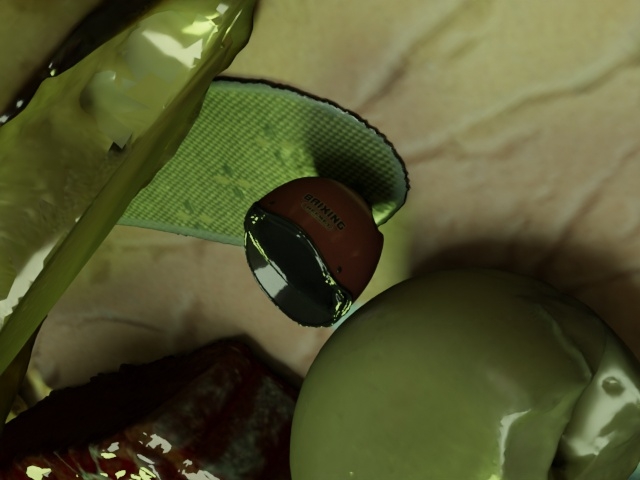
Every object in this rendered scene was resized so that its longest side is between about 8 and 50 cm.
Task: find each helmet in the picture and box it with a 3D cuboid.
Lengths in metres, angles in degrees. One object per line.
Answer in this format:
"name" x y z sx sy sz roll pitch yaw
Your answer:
"helmet" 0.001 0.000 0.733 0.065 0.049 0.084 45 158 6

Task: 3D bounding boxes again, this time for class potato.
"potato" -0.161 -0.080 0.648 0.242 0.242 0.285 36 131 1

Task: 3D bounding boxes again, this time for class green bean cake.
"green bean cake" -0.093 0.140 0.940 0.198 0.097 0.233 40 145 -6

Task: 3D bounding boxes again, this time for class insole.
"insole" -0.089 -0.037 0.814 0.322 0.007 0.109 3 133 37

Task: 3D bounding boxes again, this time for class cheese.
"cheese" 0.068 0.097 0.725 0.175 0.091 0.202 47 135 23

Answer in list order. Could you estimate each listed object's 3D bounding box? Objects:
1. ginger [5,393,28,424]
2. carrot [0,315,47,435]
"ginger" -0.231 0.093 1.050 0.069 0.051 0.173 7 130 35
"carrot" -0.275 0.058 0.813 0.241 0.340 0.241 14 153 7
